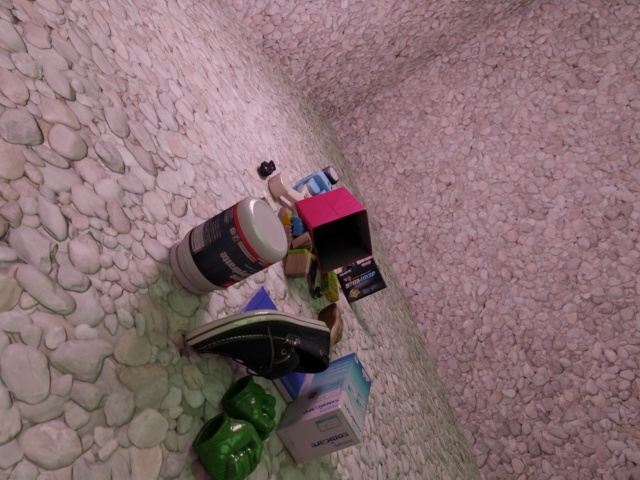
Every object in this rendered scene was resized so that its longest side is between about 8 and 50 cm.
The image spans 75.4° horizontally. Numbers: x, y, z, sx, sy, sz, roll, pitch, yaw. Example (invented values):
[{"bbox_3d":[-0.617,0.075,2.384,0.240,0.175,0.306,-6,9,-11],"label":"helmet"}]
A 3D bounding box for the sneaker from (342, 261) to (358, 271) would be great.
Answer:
[{"bbox_3d":[0.152,0.094,2.400,0.226,0.086,0.163,63,15,-3],"label":"sneaker"}]

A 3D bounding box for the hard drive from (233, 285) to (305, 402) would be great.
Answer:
[{"bbox_3d":[-0.148,0.324,1.330,0.318,0.040,0.210,60,18,-10],"label":"hard drive"}]

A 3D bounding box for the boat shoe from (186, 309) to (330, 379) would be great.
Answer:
[{"bbox_3d":[-0.134,0.293,1.130,0.500,0.187,0.155,23,47,-50],"label":"boat shoe"}]

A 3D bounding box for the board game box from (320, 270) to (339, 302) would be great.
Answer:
[{"bbox_3d":[0.045,0.207,2.018,0.092,0.043,0.181,51,21,-33],"label":"board game box"}]

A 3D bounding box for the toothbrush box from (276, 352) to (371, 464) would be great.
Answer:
[{"bbox_3d":[0.022,0.501,1.266,0.126,0.217,0.295,60,19,-8],"label":"toothbrush box"}]

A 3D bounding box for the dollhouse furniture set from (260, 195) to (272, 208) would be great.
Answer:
[{"bbox_3d":[-0.250,-0.079,1.641,0.144,0.123,0.151,59,-16,-13],"label":"dollhouse furniture set"}]

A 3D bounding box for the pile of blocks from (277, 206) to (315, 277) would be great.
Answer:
[{"bbox_3d":[-0.089,0.009,1.761,0.113,0.149,0.362,39,29,-51],"label":"pile of blocks"}]

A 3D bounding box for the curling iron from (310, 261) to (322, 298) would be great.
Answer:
[{"bbox_3d":[-0.027,0.161,1.901,0.068,0.035,0.273,53,21,-39],"label":"curling iron"}]

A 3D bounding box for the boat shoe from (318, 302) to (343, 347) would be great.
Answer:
[{"bbox_3d":[0.045,0.366,1.668,0.110,0.122,0.341,59,17,-9],"label":"boat shoe"}]

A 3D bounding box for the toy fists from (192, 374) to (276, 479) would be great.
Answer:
[{"bbox_3d":[-0.182,0.447,0.978,0.142,0.096,0.279,61,17,-9],"label":"toy fists"}]

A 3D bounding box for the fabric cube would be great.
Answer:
[{"bbox_3d":[0.056,-0.054,1.867,0.258,0.259,0.254,-124,-162,-53],"label":"fabric cube"}]

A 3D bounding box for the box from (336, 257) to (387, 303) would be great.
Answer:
[{"bbox_3d":[0.219,0.213,2.199,0.175,0.220,0.051,67,14,11],"label":"box"}]

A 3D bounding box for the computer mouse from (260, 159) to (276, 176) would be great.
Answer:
[{"bbox_3d":[-0.256,-0.353,2.010,0.071,0.041,0.242,57,12,-12],"label":"computer mouse"}]

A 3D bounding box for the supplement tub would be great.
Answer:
[{"bbox_3d":[-0.245,0.019,1.119,0.191,0.272,0.191,52,21,-30],"label":"supplement tub"}]

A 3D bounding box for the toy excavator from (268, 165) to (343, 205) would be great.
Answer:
[{"bbox_3d":[-0.053,-0.233,2.154,0.432,0.223,0.445,54,28,-21],"label":"toy excavator"}]
